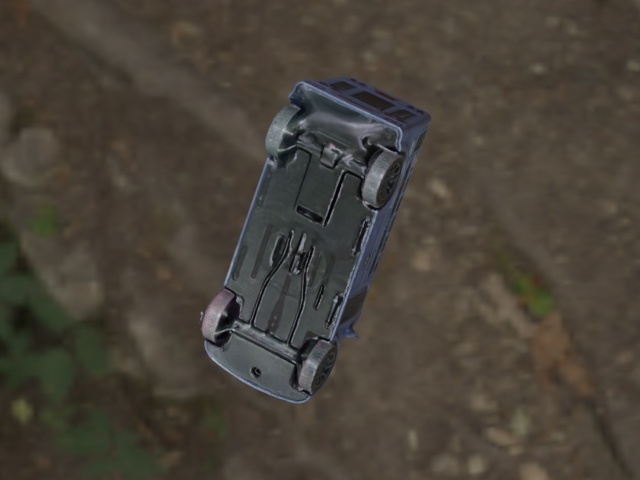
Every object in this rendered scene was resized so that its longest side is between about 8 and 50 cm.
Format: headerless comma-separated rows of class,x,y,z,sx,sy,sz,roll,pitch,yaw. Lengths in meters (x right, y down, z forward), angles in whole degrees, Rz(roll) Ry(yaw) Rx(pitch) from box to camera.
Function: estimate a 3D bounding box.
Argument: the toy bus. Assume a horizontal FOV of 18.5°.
toy bus,0.000,0.000,1.046,0.073,0.076,0.167,27,112,17
